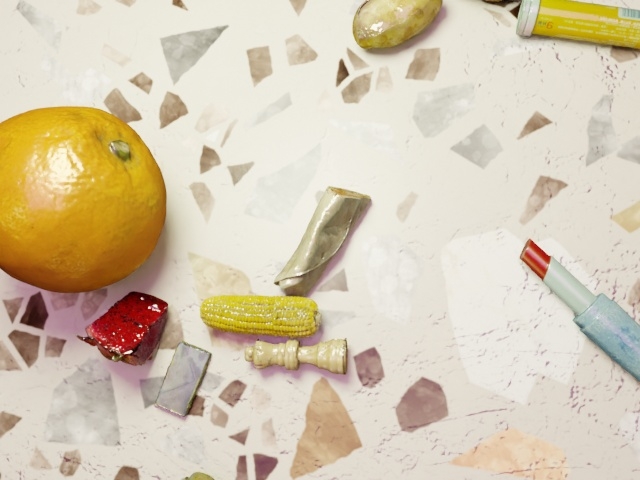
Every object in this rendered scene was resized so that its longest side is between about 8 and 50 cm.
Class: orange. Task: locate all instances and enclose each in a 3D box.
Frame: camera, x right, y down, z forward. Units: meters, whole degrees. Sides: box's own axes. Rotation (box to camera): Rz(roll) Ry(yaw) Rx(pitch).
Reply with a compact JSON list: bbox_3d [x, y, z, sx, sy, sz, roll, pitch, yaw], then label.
[{"bbox_3d":[-0.401,-0.067,0.985,0.311,0.312,0.313,-2,77,8],"label":"orange"}]

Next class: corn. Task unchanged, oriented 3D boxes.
[{"bbox_3d":[-0.098,0.124,1.016,0.202,0.072,0.072,2,78,9],"label":"corn"}]

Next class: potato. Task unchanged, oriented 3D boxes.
[{"bbox_3d":[0.134,-0.404,1.096,0.170,0.080,0.107,-37,76,4],"label":"potato"}]

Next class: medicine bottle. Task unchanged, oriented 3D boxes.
[{"bbox_3d":[0.453,-0.374,1.047,0.217,0.074,0.074,12,79,9],"label":"medicine bottle"}]

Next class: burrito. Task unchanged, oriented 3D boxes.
[{"bbox_3d":[0.000,0.000,1.031,0.060,0.087,0.226,27,85,52],"label":"burrito"}]

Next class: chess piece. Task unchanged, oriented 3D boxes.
[{"bbox_3d":[-0.042,0.188,1.003,0.171,0.060,0.060,0,77,9],"label":"chess piece"}]

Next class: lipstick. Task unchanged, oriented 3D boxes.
[{"bbox_3d":[0.415,0.104,0.949,0.068,0.061,0.274,-44,76,-1],"label":"lipstick"}]

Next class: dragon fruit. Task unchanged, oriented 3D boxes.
[{"bbox_3d":[-0.326,0.163,1.032,0.102,0.096,0.147,29,40,10],"label":"dragon fruit"}]

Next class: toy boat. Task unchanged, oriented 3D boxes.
[{"bbox_3d":[-0.233,0.234,1.041,0.063,0.016,0.115,20,82,12],"label":"toy boat"}]

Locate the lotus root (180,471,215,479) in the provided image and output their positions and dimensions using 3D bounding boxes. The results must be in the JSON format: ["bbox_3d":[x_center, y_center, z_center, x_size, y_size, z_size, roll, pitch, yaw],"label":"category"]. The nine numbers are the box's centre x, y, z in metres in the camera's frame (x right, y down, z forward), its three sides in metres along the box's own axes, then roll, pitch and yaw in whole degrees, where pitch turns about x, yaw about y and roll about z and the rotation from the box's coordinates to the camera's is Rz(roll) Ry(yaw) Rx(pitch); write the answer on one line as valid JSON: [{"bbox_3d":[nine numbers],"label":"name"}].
[{"bbox_3d":[-0.179,0.461,0.946,0.113,0.088,0.192,-31,75,18],"label":"lotus root"}]
